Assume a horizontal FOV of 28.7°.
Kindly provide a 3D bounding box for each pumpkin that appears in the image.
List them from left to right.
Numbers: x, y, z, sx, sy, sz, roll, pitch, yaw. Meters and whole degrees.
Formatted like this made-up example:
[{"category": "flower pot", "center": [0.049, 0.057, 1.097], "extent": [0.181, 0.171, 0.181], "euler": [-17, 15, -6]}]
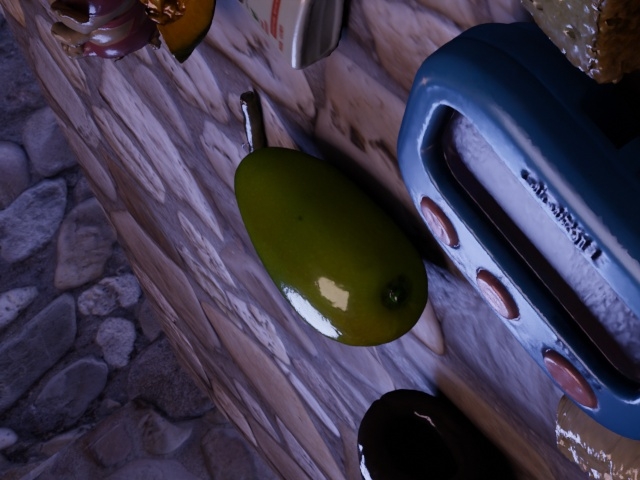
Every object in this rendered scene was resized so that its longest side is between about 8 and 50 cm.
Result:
[{"category": "pumpkin", "center": [-0.197, -0.362, 1.509], "extent": [0.279, 0.111, 0.163], "euler": [60, 180, -24]}]

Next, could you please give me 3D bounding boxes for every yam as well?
[{"category": "yam", "center": [-0.092, -0.135, 1.763], "extent": [0.027, 0.029, 0.234], "euler": [36, 159, 22]}]

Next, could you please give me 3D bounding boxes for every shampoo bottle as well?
[{"category": "shampoo bottle", "center": [-0.082, -0.312, 1.284], "extent": [0.284, 0.071, 0.153], "euler": [50, 165, 17]}]

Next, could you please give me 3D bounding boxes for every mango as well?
[{"category": "mango", "center": [0.000, 0.000, 1.540], "extent": [0.343, 0.156, 0.192], "euler": [47, 155, 38]}]

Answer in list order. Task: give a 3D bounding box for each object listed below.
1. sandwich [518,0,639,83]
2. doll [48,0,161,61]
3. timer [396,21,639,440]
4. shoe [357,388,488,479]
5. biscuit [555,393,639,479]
[{"category": "sandwich", "center": [0.131, -0.261, 0.716], "extent": [0.249, 0.095, 0.273], "euler": [52, 166, 24]}, {"category": "doll", "center": [-0.302, -0.349, 1.673], "extent": [0.256, 0.152, 0.196], "euler": [77, -178, -75]}, {"category": "timer", "center": [0.201, -0.004, 0.998], "extent": [0.340, 0.115, 0.309], "euler": [51, 167, 13]}, {"category": "shoe", "center": [0.188, 0.387, 1.748], "extent": [0.384, 0.171, 0.237], "euler": [56, 171, 25]}, {"category": "biscuit", "center": [0.322, 0.225, 1.120], "extent": [0.281, 0.084, 0.179], "euler": [40, 175, 30]}]
